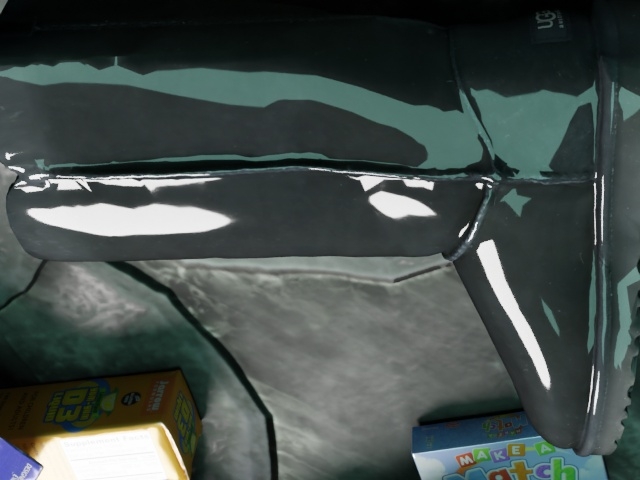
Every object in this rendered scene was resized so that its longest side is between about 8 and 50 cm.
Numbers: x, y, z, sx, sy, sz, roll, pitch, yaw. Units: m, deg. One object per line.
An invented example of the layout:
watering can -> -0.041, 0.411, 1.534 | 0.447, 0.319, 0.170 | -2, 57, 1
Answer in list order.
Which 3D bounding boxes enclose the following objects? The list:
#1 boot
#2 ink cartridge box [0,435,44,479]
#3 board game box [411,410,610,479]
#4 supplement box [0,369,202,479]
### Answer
boot -> 0.000, -0.002, 0.983 | 0.445, 0.146, 0.366 | -1, 120, 4
ink cartridge box -> -0.426, 0.148, 1.145 | 0.371, 0.069, 0.175 | 34, 125, -2
board game box -> 0.184, 0.240, 1.222 | 0.160, 0.039, 0.211 | -11, 126, 14
supplement box -> -0.227, 0.173, 1.192 | 0.234, 0.078, 0.080 | -6, 124, 10
